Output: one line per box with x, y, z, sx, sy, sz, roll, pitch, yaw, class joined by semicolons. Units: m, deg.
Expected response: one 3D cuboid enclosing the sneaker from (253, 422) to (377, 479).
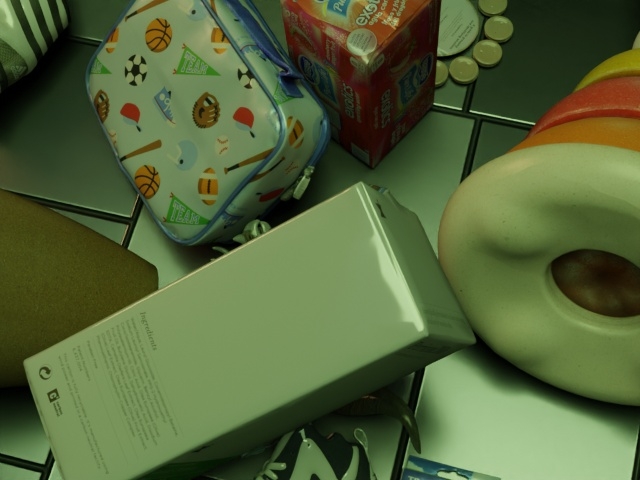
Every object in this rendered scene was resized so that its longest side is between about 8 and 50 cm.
-0.052;0.243;1.205;0.235;0.094;0.153;-2;84;1;sneaker

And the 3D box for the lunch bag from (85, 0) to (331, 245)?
-0.127;-0.153;1.327;0.243;0.115;0.303;-46;67;27;lunch bag

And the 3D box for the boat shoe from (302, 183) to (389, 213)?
0.000;0.000;1.232;0.066;0.066;0.183;36;70;19;boat shoe

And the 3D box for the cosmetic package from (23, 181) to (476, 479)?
-0.063;0.102;1.090;0.366;0.197;0.155;-27;75;16;cosmetic package

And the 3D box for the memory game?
0.151;-0.275;1.476;0.186;0.012;0.186;-1;67;2;memory game

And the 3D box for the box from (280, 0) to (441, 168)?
0.049;-0.209;1.320;0.128;0.257;0.122;39;76;17;box

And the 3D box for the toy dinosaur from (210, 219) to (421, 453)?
0.020;0.111;1.279;0.160;0.121;0.313;-28;70;3;toy dinosaur

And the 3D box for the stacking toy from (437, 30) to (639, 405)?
0.360;-0.090;1.282;0.351;0.350;0.480;21;51;11;stacking toy

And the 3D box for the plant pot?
-0.312;0.063;1.251;0.254;0.237;0.237;13;67;-17;plant pot

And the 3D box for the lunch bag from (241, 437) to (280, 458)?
-0.066;0.189;1.271;0.083;0.053;0.071;-27;71;-19;lunch bag

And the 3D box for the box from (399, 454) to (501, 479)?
0.121;0.318;1.214;0.109;0.042;0.178;13;69;8;box

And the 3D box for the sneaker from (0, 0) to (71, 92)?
-0.504;-0.369;1.491;0.447;0.169;0.257;39;66;9;sneaker
